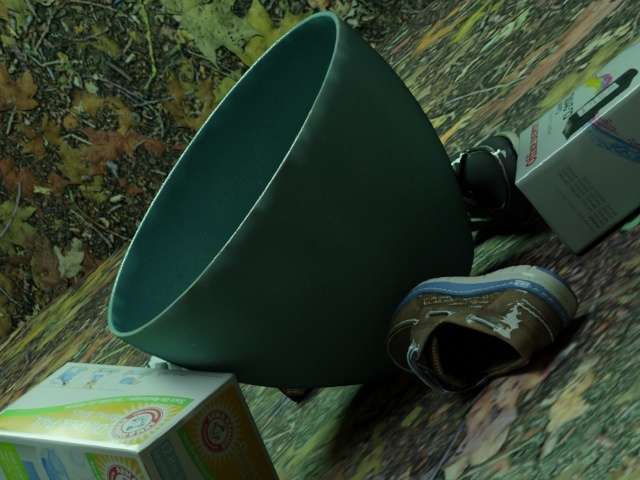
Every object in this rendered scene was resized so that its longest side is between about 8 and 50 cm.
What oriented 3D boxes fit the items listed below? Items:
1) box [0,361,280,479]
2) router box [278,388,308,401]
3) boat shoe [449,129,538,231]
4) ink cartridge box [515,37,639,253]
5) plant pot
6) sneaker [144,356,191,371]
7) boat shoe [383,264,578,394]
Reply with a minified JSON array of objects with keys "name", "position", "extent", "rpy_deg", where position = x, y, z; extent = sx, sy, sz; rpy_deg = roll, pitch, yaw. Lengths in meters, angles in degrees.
[{"name":"box","position":[-0.141,0.166,1.347],"extent":[0.203,0.114,0.103],"rpy_deg":[0,29,45]},{"name":"router box","position":[0.007,0.078,1.570],"extent":[0.122,0.038,0.092],"rpy_deg":[-41,10,5]},{"name":"boat shoe","position":[0.122,-0.037,1.461],"extent":[0.065,0.075,0.206],"rpy_deg":[-19,-3,-11]},{"name":"ink cartridge box","position":[0.226,-0.085,1.294],"extent":[0.175,0.072,0.127],"rpy_deg":[-39,11,18]},{"name":"plant pot","position":[0.000,0.000,1.387],"extent":[0.290,0.195,0.290],"rpy_deg":[-48,19,22]},{"name":"sneaker","position":[-0.134,0.164,1.673],"extent":[0.091,0.094,0.258],"rpy_deg":[-61,5,2]},{"name":"boat shoe","position":[0.090,0.064,1.210],"extent":[0.066,0.066,0.183],"rpy_deg":[-50,12,-31]}]
